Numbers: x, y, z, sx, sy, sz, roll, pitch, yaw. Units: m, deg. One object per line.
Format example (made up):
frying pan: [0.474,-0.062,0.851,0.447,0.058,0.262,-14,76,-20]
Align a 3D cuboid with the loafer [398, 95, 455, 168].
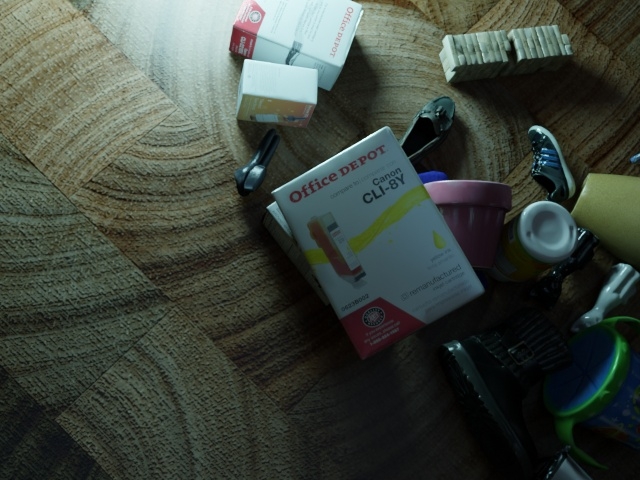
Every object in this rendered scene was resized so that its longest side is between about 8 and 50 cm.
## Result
loafer: [0.252,-0.257,1.909,0.096,0.084,0.267,39,69,2]

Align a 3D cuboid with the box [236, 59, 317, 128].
box: [-0.102,-0.336,1.832,0.170,0.130,0.091,6,70,-10]

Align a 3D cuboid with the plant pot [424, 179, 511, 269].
plant pot: [0.313,-0.029,1.732,0.201,0.201,0.180,4,85,-11]

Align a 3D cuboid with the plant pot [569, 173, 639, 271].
plant pot: [0.737,-0.056,1.895,0.254,0.237,0.237,23,68,12]

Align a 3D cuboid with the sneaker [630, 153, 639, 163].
sneaker: [0.867,-0.202,2.046,0.135,0.052,0.058,-4,77,-13]

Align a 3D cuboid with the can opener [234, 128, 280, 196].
can opener: [-0.138,-0.177,1.815,0.073,0.059,0.186,13,57,20]

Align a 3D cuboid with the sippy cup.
sippy cup: [0.651,0.338,1.740,0.224,0.240,0.305,33,107,-12]

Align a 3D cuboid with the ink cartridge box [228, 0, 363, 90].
ink cartridge box: [-0.058,-0.510,1.907,0.272,0.114,0.197,21,68,-4]

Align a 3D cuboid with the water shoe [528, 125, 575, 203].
water shoe: [0.557,-0.189,1.961,0.080,0.073,0.203,-22,78,-16]

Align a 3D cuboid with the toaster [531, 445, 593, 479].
toaster: [0.470,0.533,1.645,0.110,0.186,0.168,42,68,8]

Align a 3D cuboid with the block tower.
block tower: [0.467,-0.476,2.026,0.335,0.097,0.091,-8,74,-17]

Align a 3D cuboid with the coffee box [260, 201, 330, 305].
coffee box: [0.000,0.000,1.760,0.141,0.098,0.246,-35,83,-19]

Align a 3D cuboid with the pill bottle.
pill bottle: [0.459,0.015,1.778,0.136,0.246,0.136,4,72,-11]

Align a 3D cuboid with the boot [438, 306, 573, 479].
boot: [0.441,0.321,1.711,0.260,0.131,0.348,-17,64,-17]

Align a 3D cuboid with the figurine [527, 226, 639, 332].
figurine: [0.624,0.115,1.877,0.215,0.092,0.209,41,76,2]

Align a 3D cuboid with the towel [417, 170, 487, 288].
towel: [0.236,-0.001,1.834,0.227,0.076,0.308,-10,74,-23]

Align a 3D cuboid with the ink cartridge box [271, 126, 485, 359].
ink cartridge box: [0.113,0.008,1.606,0.279,0.160,0.385,-29,81,3]
